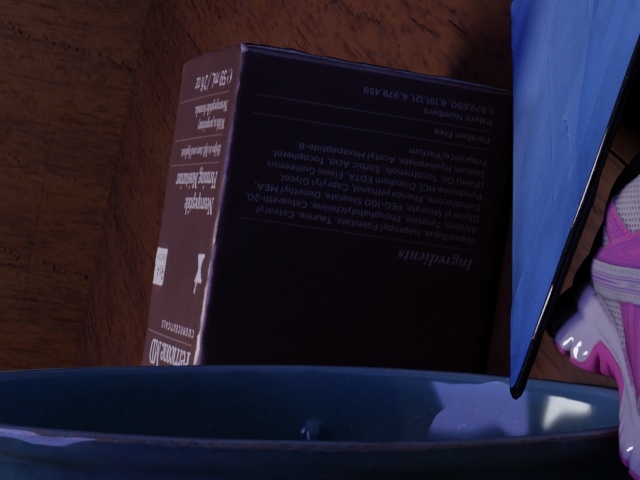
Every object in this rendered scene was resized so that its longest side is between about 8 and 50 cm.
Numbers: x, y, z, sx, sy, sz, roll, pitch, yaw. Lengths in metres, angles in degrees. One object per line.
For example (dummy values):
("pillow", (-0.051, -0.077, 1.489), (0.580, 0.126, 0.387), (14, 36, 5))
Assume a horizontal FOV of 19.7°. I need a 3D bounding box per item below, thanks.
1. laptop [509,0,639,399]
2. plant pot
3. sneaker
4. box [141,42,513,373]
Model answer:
("laptop", (0.043, -0.226, 0.797), (0.236, 0.408, 0.382), (-37, 22, 25))
("plant pot", (-0.016, 0.230, 0.790), (0.341, 0.341, 0.334), (-179, 89, -74))
("sneaker", (0.153, 0.021, 0.660), (0.252, 0.103, 0.111), (-125, 44, -67))
("box", (0.000, 0.000, 1.088), (0.168, 0.167, 0.203), (-175, 94, -74))
